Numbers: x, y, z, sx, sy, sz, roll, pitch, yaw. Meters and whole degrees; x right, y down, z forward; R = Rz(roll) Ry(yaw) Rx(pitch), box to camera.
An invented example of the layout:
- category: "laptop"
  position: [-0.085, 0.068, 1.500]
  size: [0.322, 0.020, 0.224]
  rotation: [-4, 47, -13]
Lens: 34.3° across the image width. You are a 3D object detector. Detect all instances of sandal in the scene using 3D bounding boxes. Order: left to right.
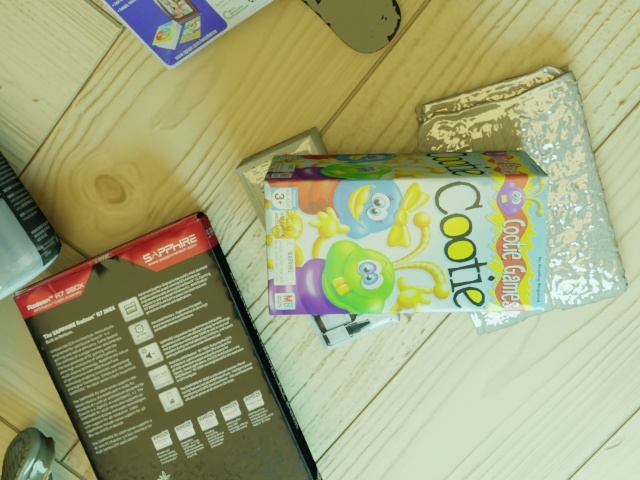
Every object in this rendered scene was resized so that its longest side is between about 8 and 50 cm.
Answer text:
- category: "sandal"
  position: [-0.020, -0.299, 1.110]
  size: [0.254, 0.054, 0.097]
  rotation: [34, 106, -4]

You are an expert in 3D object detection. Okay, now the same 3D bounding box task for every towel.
- category: "towel"
  position: [0.225, -0.043, 1.163]
  size: [0.187, 0.049, 0.282]
  rotation: [-17, 104, 10]

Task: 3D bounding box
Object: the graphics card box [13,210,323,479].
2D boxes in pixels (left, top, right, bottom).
- category: "graphics card box"
  position: [-0.167, 0.179, 1.201]
  size: [0.233, 0.094, 0.371]
  rotation: [-24, 94, 1]

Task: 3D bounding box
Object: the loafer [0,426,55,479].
- category: "loafer"
  position: [-0.363, 0.344, 1.316]
  size: [0.087, 0.094, 0.251]
  rotation: [7, 118, -22]

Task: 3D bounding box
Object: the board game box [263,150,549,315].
- category: "board game box"
  position: [0.085, -0.011, 1.078]
  size: [0.275, 0.142, 0.144]
  rotation: [-2, 104, 2]

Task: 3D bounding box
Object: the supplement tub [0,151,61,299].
- category: "supplement tub"
  position: [-0.458, -0.071, 1.137]
  size: [0.207, 0.207, 0.338]
  rotation: [-30, 100, 13]

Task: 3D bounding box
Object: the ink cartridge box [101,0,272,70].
- category: "ink cartridge box"
  position: [-0.152, -0.301, 1.065]
  size: [0.206, 0.045, 0.208]
  rotation: [-26, 123, 33]

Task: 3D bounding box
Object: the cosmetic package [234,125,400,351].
- category: "cosmetic package"
  position: [0.000, 0.000, 1.190]
  size: [0.099, 0.060, 0.239]
  rotation: [-24, 102, 11]
